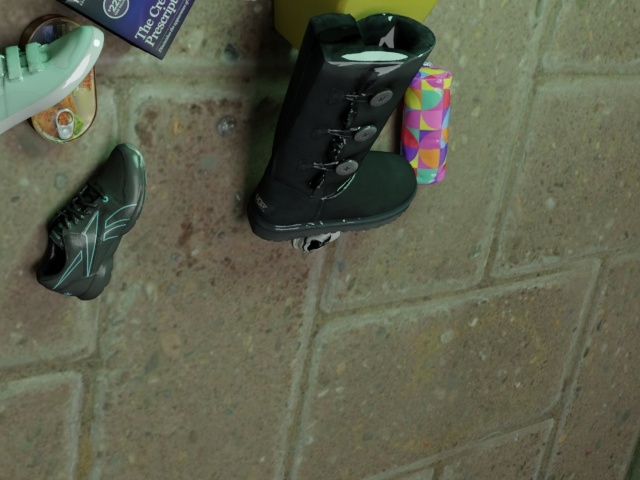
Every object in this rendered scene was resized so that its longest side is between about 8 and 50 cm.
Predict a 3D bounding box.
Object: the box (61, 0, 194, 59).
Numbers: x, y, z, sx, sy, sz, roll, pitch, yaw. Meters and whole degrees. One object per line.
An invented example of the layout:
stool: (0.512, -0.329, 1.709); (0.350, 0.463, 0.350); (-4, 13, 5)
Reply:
box: (-0.252, -0.421, 1.419); (0.184, 0.103, 0.261); (26, 95, -43)

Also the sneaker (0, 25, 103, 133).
sneaker: (-0.426, -0.242, 1.331); (0.256, 0.094, 0.151); (-33, 130, 3)

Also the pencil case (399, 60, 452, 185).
pencil case: (0.202, -0.228, 1.931); (0.104, 0.104, 0.236); (-20, 123, -32)

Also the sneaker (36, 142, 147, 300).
sneaker: (-0.355, -0.030, 1.546); (0.106, 0.101, 0.267); (14, 103, -42)

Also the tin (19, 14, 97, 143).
tin: (-0.383, -0.236, 1.452); (0.106, 0.040, 0.190); (-14, 122, -31)

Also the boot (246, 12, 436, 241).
boot: (0.082, -0.200, 1.682); (0.367, 0.146, 0.445); (-19, 149, -32)

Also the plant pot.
plant pot: (0.043, -0.394, 1.629); (0.212, 0.212, 0.187); (-5, 130, -40)

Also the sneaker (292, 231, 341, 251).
sneaker: (0.000, 0.000, 1.915); (0.109, 0.043, 0.040); (-21, 123, -34)
